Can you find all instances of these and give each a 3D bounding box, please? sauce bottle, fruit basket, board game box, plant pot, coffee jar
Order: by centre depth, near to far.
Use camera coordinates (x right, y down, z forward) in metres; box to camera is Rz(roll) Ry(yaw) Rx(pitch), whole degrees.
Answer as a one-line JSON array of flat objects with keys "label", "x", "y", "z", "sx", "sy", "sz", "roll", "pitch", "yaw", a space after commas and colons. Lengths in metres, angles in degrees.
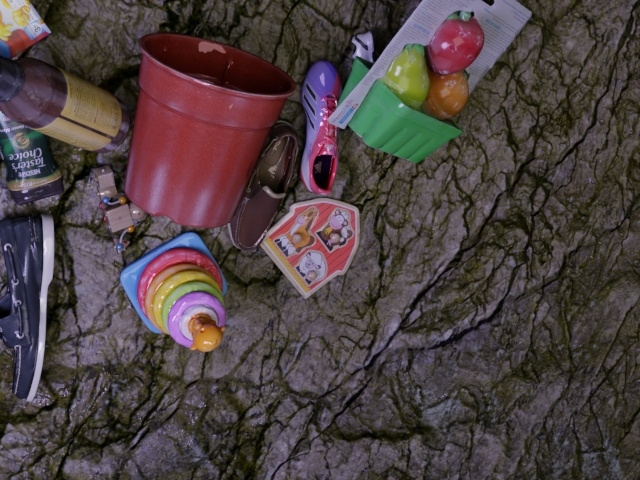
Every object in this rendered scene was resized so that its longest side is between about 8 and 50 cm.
[{"label": "board game box", "x": -0.587, "y": -0.320, "z": 1.709, "sx": 0.275, "sy": 0.142, "sz": 0.144, "roll": -36, "pitch": 118, "yaw": -6}, {"label": "sauce bottle", "x": -0.436, "y": -0.227, "z": 1.724, "sx": 0.111, "sy": 0.111, "sz": 0.344, "roll": -55, "pitch": 156, "yaw": 5}, {"label": "coffee jar", "x": -0.500, "y": -0.155, "z": 1.841, "sx": 0.096, "sy": 0.079, "sz": 0.184, "roll": -18, "pitch": 116, "yaw": -14}, {"label": "plant pot", "x": -0.210, "y": -0.181, "z": 1.857, "sx": 0.272, "sy": 0.272, "sz": 0.265, "roll": 9, "pitch": 114, "yaw": -24}, {"label": "fruit basket", "x": 0.198, "y": -0.321, "z": 1.962, "sx": 0.327, "sy": 0.165, "sz": 0.353, "roll": 11, "pitch": 117, "yaw": -55}]

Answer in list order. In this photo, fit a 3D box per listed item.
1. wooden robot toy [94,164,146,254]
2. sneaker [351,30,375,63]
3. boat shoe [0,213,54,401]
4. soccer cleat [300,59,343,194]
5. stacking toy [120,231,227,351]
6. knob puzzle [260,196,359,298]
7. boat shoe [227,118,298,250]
[{"label": "wooden robot toy", "x": -0.350, "y": -0.060, "z": 1.939, "sx": 0.079, "sy": 0.076, "sz": 0.173, "roll": -19, "pitch": 116, "yaw": -17}, {"label": "sneaker", "x": 0.081, "y": -0.335, "z": 2.029, "sx": 0.044, "sy": 0.040, "sz": 0.109, "roll": -9, "pitch": 110, "yaw": -1}, {"label": "boat shoe", "x": -0.537, "y": 0.118, "z": 1.905, "sx": 0.113, "sy": 0.127, "sz": 0.340, "roll": 4, "pitch": 107, "yaw": -21}, {"label": "soccer cleat", "x": 0.007, "y": -0.206, "z": 2.011, "sx": 0.083, "sy": 0.095, "sz": 0.248, "roll": -1, "pitch": 110, "yaw": -21}, {"label": "stacking toy", "x": -0.227, "y": 0.125, "z": 1.928, "sx": 0.175, "sy": 0.302, "sz": 0.166, "roll": -31, "pitch": 117, "yaw": -9}, {"label": "knob puzzle", "x": 0.000, "y": 0.000, "z": 2.124, "sx": 0.213, "sy": 0.030, "sz": 0.213, "roll": -7, "pitch": 112, "yaw": -19}, {"label": "boat shoe", "x": -0.106, "y": -0.095, "z": 2.009, "sx": 0.095, "sy": 0.095, "sz": 0.257, "roll": 9, "pitch": 106, "yaw": -24}]
